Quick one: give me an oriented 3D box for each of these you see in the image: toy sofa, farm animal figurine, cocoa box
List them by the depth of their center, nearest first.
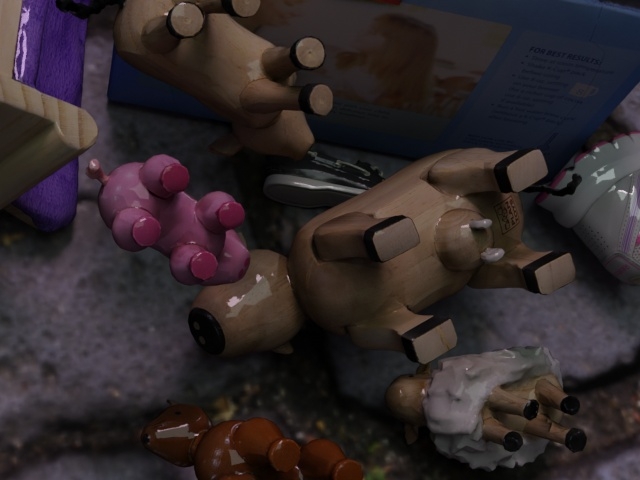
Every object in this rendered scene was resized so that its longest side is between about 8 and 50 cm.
[{"bbox_3d":[0.000,0.000,0.794,0.327,0.172,0.330,-8,98,-28],"label":"farm animal figurine"},{"bbox_3d":[-0.189,-0.197,0.827,0.177,0.150,0.362,21,58,-35],"label":"toy sofa"},{"bbox_3d":[0.046,-0.211,0.886,0.347,0.231,0.228,10,64,-11],"label":"cocoa box"}]

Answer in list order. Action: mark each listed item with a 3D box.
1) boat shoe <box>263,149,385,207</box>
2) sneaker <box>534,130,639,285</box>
[{"bbox_3d":[0.023,-0.040,0.908,0.125,0.046,0.038,10,68,-2],"label":"boat shoe"},{"bbox_3d":[0.287,-0.040,0.956,0.252,0.103,0.111,-24,78,-17],"label":"sneaker"}]
